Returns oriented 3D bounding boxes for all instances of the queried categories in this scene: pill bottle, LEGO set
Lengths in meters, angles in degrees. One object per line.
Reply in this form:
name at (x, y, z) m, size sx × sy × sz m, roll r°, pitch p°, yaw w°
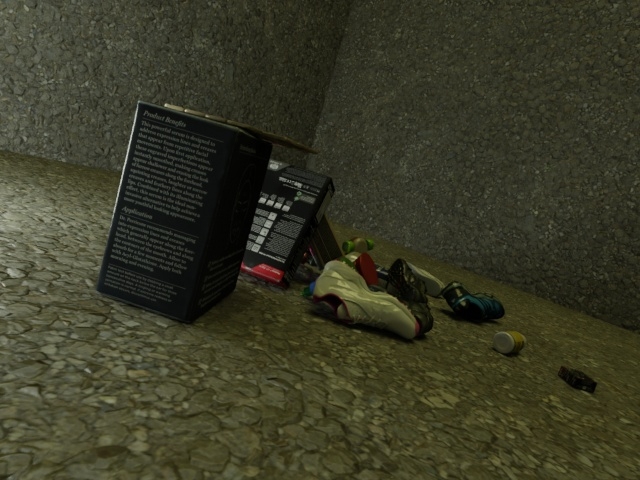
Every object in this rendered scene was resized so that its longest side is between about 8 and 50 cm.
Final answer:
pill bottle at (0.240, 0.152, 1.613) m, size 0.169 × 0.094 × 0.094 m, roll 21°, pitch 9°, yaw 26°
pill bottle at (0.582, 0.310, 1.335) m, size 0.116 × 0.065 × 0.065 m, roll 8°, pitch 11°, yaw -42°
pill bottle at (0.121, 0.102, 1.682) m, size 0.103 × 0.103 × 0.184 m, roll 18°, pitch 8°, yaw 12°
LEGO set at (-0.068, 0.063, 1.532) m, size 0.107 × 0.132 × 0.287 m, roll 25°, pitch 1°, yaw -4°

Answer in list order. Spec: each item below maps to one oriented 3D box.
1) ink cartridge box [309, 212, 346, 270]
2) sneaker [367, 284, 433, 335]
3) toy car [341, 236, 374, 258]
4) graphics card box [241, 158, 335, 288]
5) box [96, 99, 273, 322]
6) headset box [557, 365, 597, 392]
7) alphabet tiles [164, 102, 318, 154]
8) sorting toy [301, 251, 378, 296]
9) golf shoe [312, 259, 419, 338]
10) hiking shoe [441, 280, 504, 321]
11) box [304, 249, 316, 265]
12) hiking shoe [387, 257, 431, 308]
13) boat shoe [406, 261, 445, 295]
ink cartridge box at (0.000, 0.000, 1.518) m, size 0.088 × 0.193 × 0.235 m, roll -23°, pitch -5°, yaw -6°
sneaker at (0.236, 0.205, 1.292) m, size 0.227 × 0.087 × 0.130 m, roll 27°, pitch 11°, yaw 39°
toy car at (0.114, 0.054, 1.924) m, size 0.155 × 0.149 × 0.188 m, roll -5°, pitch 9°, yaw -42°
graphics card box at (-0.133, -0.059, 1.360) m, size 0.233 × 0.371 × 0.094 m, roll 18°, pitch -18°, yaw 19°
box at (-0.281, -0.067, 0.972) m, size 0.212 × 0.395 × 0.293 m, roll 18°, pitch 8°, yaw 4°
headset box at (0.712, 0.384, 1.217) m, size 0.062 × 0.032 × 0.083 m, roll 16°, pitch 10°, yaw -4°
alphabet tiles at (-0.188, -0.264, 1.049) m, size 0.342 × 0.011 × 0.285 m, roll 20°, pitch 8°, yaw 21°
sorting toy at (0.056, 0.128, 1.396) m, size 0.126 × 0.127 × 0.365 m, roll -20°, pitch -4°, yaw 31°
golf shoe at (0.114, 0.186, 1.165) m, size 0.306 × 0.115 × 0.140 m, roll 33°, pitch 55°, yaw 8°
hiking shoe at (0.583, 0.262, 1.640) m, size 0.304 × 0.113 × 0.132 m, roll 20°, pitch 36°, yaw -25°
box at (-0.030, -0.006, 1.815) m, size 0.045 × 0.184 × 0.190 m, roll 14°, pitch 7°, yaw -23°
hiking shoe at (0.307, 0.154, 1.506) m, size 0.114 × 0.086 × 0.227 m, roll 31°, pitch 27°, yaw -25°
boat shoe at (0.441, 0.175, 1.933) m, size 0.084 × 0.095 × 0.258 m, roll 14°, pitch 18°, yaw -46°
